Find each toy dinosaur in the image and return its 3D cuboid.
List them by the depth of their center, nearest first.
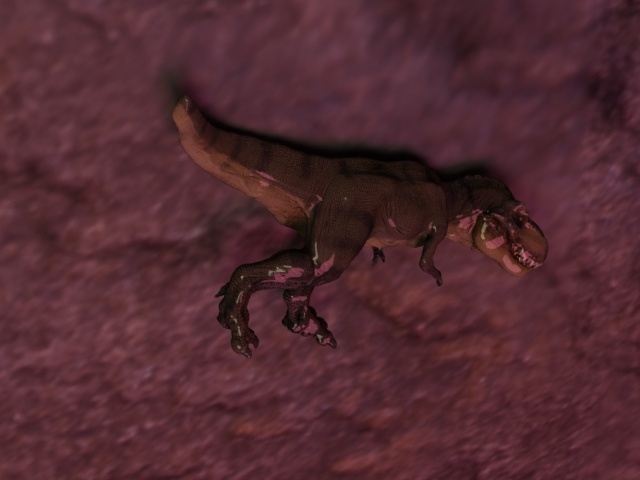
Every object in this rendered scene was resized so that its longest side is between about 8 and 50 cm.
[{"bbox_3d":[0.000,0.000,0.933,0.268,0.064,0.118,13,113,-44],"label":"toy dinosaur"}]
